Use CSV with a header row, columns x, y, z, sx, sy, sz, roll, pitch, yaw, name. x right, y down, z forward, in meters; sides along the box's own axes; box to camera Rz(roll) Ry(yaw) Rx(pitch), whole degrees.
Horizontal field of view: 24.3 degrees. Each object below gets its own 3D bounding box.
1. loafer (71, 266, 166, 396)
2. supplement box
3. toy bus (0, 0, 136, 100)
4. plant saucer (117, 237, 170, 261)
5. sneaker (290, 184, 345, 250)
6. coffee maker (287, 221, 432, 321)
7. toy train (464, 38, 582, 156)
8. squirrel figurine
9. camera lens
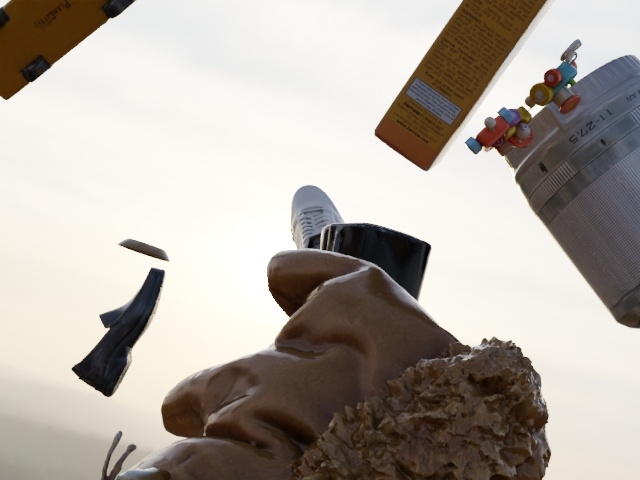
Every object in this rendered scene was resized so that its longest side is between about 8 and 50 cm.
x,y,z,sx,sy,sz,roll,pitch,yaw,name
-0.243,0.104,1.812,0.061,0.170,0.062,27,-9,2,loafer
0.155,-0.190,1.578,0.080,0.233,0.078,35,18,7,supplement box
-0.354,-0.318,2.036,0.332,0.130,0.108,-30,-75,35,toy bus
-0.262,0.013,2.218,0.083,0.015,0.083,18,-5,2,plant saucer
0.000,0.000,2.240,0.090,0.235,0.095,-14,-35,1,sneaker
0.057,0.077,1.583,0.171,0.178,0.120,8,-7,34,coffee maker
0.226,-0.136,1.582,0.046,0.166,0.125,47,-5,8,toy train
-0.009,0.206,1.310,0.397,0.281,0.370,6,24,45,squirrel figurine
0.373,-0.051,1.742,0.274,0.219,0.219,54,1,13,camera lens
